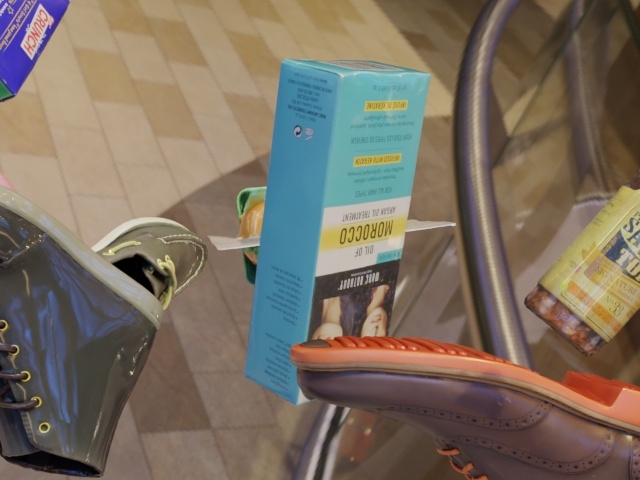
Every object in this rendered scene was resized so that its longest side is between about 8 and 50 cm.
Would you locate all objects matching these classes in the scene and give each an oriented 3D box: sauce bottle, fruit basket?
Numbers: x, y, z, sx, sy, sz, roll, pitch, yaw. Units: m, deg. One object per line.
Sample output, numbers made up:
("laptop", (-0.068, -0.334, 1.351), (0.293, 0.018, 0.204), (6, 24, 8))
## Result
("sauce bottle", (0.143, -0.009, 0.407), (0.042, 0.128, 0.042), (38, 6, -5))
("fruit basket", (0.000, 0.000, 1.413), (0.327, 0.165, 0.353), (-6, 9, -9))

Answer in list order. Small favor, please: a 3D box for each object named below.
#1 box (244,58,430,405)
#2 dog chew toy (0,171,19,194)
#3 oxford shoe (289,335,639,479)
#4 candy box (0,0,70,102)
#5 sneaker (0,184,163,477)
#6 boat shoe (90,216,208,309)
("box", (0.011, -0.008, 0.697), (0.060, 0.244, 0.101), (22, 22, 40))
("dog chew toy", (-0.574, 0.025, 1.311), (0.207, 0.206, 0.332), (33, 63, 12))
("oxford shoe", (0.108, 0.120, 0.577), (0.271, 0.098, 0.097), (14, -2, -5))
("candy box", (-0.565, -0.404, 1.462), (0.317, 0.122, 0.268), (55, 32, -37))
("sneaker", (-0.180, 0.048, 0.514), (0.222, 0.083, 0.118), (37, 51, -40))
("boat shoe", (-0.204, 0.050, 0.959), (0.091, 0.109, 0.305), (15, 19, 26))
